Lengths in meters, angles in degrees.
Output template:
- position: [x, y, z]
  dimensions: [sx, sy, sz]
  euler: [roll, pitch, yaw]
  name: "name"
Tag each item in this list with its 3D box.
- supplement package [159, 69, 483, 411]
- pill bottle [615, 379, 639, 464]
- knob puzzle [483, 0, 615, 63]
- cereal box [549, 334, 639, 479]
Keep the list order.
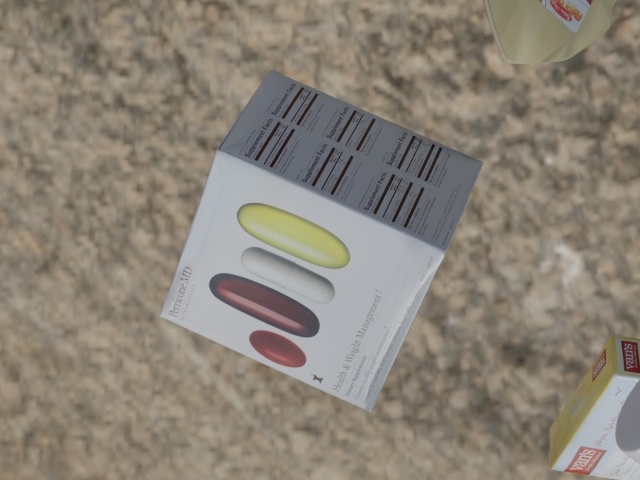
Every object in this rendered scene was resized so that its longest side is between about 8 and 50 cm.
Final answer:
- position: [0.000, 0.000, 1.439]
  dimensions: [0.203, 0.149, 0.194]
  euler: [24, 127, 3]
  name: "supplement package"
- position: [0.316, 0.167, 1.240]
  dimensions: [0.187, 0.112, 0.112]
  euler: [34, 120, -13]
  name: "pill bottle"
- position: [0.219, -0.260, 1.647]
  dimensions: [0.213, 0.030, 0.213]
  euler: [-8, 103, -35]
  name: "knob puzzle"
- position: [0.334, 0.157, 1.437]
  dimensions: [0.240, 0.047, 0.173]
  euler: [10, 144, -8]
  name: "cereal box"
